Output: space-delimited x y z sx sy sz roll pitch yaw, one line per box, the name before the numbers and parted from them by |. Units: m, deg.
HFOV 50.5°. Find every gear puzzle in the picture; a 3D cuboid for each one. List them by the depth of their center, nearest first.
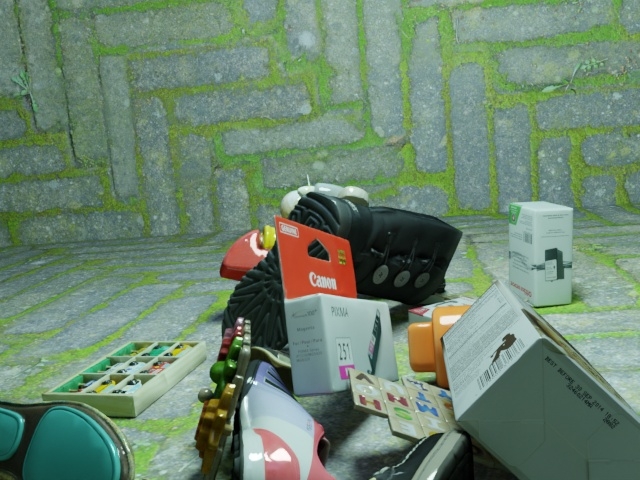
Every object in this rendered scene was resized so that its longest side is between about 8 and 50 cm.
gear puzzle | -0.123 0.190 0.788 0.044 0.175 0.339 16 -1 -6

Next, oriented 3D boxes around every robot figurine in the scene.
robot figurine | 0.244 0.160 1.029 0.220 0.158 0.128 -4 37 7

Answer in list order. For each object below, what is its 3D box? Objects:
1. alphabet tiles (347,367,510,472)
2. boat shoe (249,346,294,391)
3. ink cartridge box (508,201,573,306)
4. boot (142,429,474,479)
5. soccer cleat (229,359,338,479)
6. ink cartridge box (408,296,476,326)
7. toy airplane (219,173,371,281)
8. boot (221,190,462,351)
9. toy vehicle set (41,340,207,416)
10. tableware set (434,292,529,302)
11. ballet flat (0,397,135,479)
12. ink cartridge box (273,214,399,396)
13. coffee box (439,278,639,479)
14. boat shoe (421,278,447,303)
alphabet tiles | 0.148 0.213 0.824 0.237 0.009 0.198 19 9 -4
boat shoe | -0.062 0.212 1.125 0.049 0.056 0.152 -7 18 -43
ink cartridge box | 0.475 0.026 1.474 0.087 0.208 0.153 -3 10 -6
boot | -0.039 0.260 0.573 0.284 0.138 0.377 0 17 29
soccer cleat | -0.049 0.238 0.831 0.117 0.108 0.318 6 10 -7
ink cartridge box | 0.250 0.152 1.287 0.135 0.056 0.099 -10 10 -26
toy airplane | 0.000 0.000 1.578 0.386 0.272 0.384 -28 -23 22
boot | 0.059 0.085 1.351 0.445 0.367 0.146 5 38 -54
toy vehicle set | -0.327 0.232 1.178 0.166 0.035 0.267 -3 9 15
tableware set | 0.332 0.133 1.411 0.128 0.039 0.194 -12 11 -34
ballet flat | -0.333 0.258 0.843 0.349 0.123 0.123 3 12 30
ink cartridge box | 0.031 0.094 0.980 0.060 0.238 0.275 -11 -12 22
coffee box | 0.237 0.162 0.752 0.119 0.168 0.297 -48 -1 10
boat shoe | 0.222 0.065 1.660 0.127 0.113 0.340 -6 9 -2
